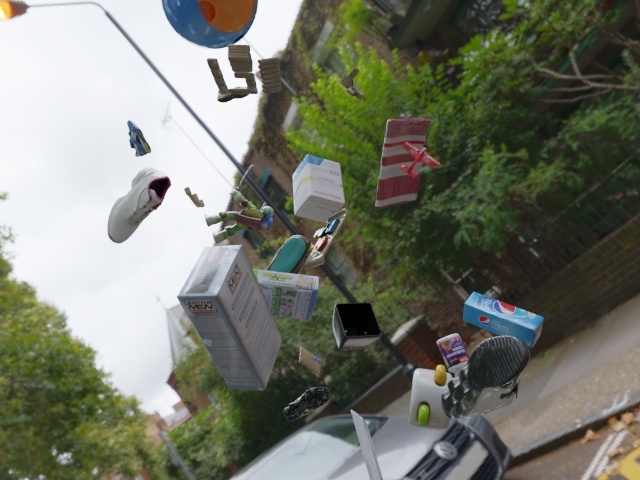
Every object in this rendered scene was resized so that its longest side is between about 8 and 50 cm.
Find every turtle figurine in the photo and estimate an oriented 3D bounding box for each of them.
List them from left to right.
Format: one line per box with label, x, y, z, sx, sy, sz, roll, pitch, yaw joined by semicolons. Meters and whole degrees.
turtle figurine;-0.333;-0.111;2.191;0.267;0.274;0.197;-21;-24;-5

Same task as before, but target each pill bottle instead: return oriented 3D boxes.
pill bottle;0.606;0.523;2.384;0.108;0.193;0.108;-18;-21;-7

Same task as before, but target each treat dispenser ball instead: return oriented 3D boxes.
treat dispenser ball;-0.331;-0.723;1.596;0.288;0.288;0.288;-38;-14;-11

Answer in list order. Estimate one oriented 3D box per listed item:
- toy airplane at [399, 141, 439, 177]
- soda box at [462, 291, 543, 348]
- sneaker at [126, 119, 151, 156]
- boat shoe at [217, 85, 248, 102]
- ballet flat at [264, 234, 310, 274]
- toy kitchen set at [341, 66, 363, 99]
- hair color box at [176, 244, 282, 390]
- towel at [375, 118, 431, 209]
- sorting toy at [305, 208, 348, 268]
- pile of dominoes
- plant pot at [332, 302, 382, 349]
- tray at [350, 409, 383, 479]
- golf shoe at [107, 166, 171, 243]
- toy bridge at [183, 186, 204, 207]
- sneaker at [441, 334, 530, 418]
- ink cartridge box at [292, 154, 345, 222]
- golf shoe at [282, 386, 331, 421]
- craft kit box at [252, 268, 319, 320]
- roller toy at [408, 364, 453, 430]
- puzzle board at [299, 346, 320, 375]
toy airplane;0.341;-0.280;1.886;0.151;0.151;0.028;-37;-17;-16
soda box;0.523;0.226;1.539;0.067;0.210;0.071;-40;-42;-38
sneaker;-0.654;-0.360;1.884;0.059;0.144;0.053;-29;-8;7
boat shoe;-0.335;-0.572;2.058;0.153;0.048;0.056;-9;-11;31
ballet flat;-0.199;0.191;2.329;0.482;0.164;0.182;-51;-20;-7
toy kitchen set;0.124;-0.534;1.824;0.075;0.083;0.068;-48;1;22
hair color box;-0.225;0.212;1.418;0.185;0.114;0.374;-72;-27;-47
towel;0.305;-0.286;1.980;0.237;0.037;0.328;-15;-60;-42
sorting toy;0.000;0.000;2.123;0.229;0.041;0.307;-64;13;-17
pile of dominoes;-0.208;-0.480;1.518;0.196;0.040;0.251;0;-6;-2
plant pot;0.153;0.420;2.532;0.188;0.187;0.167;1;-43;-23
tray;0.157;0.679;1.692;0.030;0.270;0.145;-19;-32;3
golf shoe;-0.636;-0.123;1.879;0.115;0.140;0.306;42;-112;-48
toy bridge;-0.544;-0.175;2.338;0.026;0.063;0.188;-26;-17;1
sneaker;0.446;0.346;1.348;0.146;0.122;0.330;8;-42;-17
ink cartridge box;-0.013;-0.228;2.389;0.171;0.232;0.168;13;-37;-25
golf shoe;-0.047;0.614;2.026;0.198;0.077;0.094;-28;-17;4
craft kit box;-0.140;0.180;1.743;0.247;0.060;0.249;5;-31;-5
roller toy;0.381;0.536;1.813;0.191;0.146;0.209;76;-157;-64
puzzle board;-0.050;0.563;2.492;0.011;0.128;0.096;-40;24;24
